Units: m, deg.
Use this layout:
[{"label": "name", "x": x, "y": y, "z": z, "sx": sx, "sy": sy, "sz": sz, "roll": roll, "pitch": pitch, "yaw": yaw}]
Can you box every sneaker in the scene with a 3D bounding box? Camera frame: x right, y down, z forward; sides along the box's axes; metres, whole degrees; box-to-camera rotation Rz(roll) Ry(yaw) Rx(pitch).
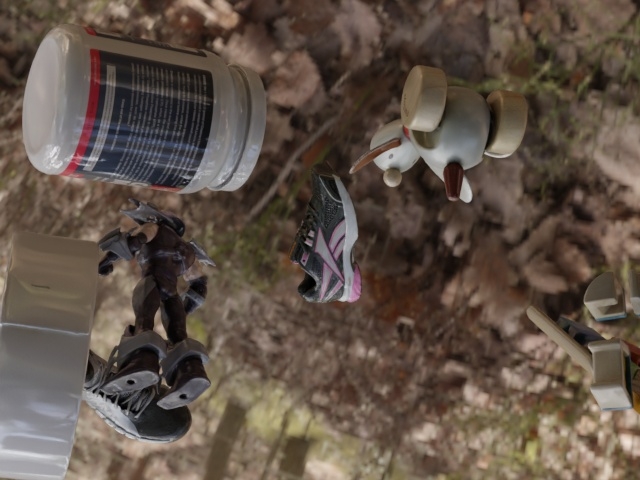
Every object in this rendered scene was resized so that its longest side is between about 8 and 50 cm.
[{"label": "sneaker", "x": 0.000, "y": 0.000, "z": 1.537, "sx": 0.077, "sy": 0.072, "sz": 0.178, "roll": -13, "pitch": 114, "yaw": -13}, {"label": "sneaker", "x": -0.281, "y": 0.200, "z": 1.786, "sx": 0.229, "sy": 0.086, "sz": 0.132, "roll": 27, "pitch": 169, "yaw": 5}]

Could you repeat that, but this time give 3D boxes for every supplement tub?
[{"label": "supplement tub", "x": -0.227, "y": -0.163, "z": 1.719, "sx": 0.272, "sy": 0.191, "sz": 0.191, "roll": 8, "pitch": 138, "yaw": -28}]

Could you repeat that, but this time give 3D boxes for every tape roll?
[{"label": "tape roll", "x": -0.325, "y": 0.132, "z": 1.539, "sx": 0.100, "sy": 0.286, "sz": 0.286, "roll": 9, "pitch": 133, "yaw": -12}]

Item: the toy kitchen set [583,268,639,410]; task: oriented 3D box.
[{"label": "toy kitchen set", "x": 0.451, "y": 0.126, "z": 1.693, "sx": 0.207, "sy": 0.166, "sz": 0.122, "roll": -10, "pitch": 151, "yaw": 24}]

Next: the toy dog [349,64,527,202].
[{"label": "toy dog", "x": 0.152, "y": -0.111, "z": 1.792, "sx": 0.220, "sy": 0.160, "sz": 0.333, "roll": 9, "pitch": 168, "yaw": 6}]

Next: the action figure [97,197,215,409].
[{"label": "action figure", "x": -0.206, "y": 0.067, "z": 1.691, "sx": 0.099, "sy": 0.285, "sz": 0.185, "roll": -33, "pitch": 133, "yaw": 31}]

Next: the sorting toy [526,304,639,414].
[{"label": "sorting toy", "x": 0.431, "y": 0.184, "z": 1.828, "sx": 0.229, "sy": 0.307, "sz": 0.041, "roll": 25, "pitch": 100, "yaw": -24}]
